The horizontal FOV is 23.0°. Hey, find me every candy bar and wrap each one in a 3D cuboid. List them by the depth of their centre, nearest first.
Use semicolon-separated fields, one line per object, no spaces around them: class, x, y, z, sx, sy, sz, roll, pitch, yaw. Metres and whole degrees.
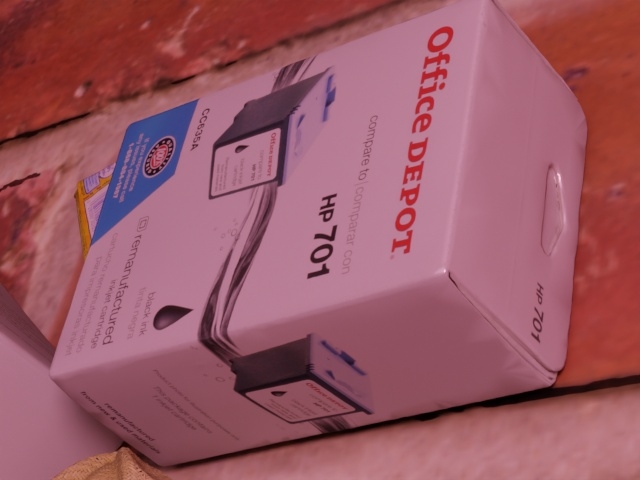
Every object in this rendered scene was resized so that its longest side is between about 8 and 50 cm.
candy bar;-0.097;0.012;0.764;0.040;0.018;0.161;-33;38;11

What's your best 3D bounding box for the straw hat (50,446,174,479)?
straw hat;-0.072;0.110;0.567;0.144;0.061;0.144;-19;22;8

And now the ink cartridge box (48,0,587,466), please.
ink cartridge box;0.000;0.000;0.631;0.190;0.082;0.140;-18;45;34

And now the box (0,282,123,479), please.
box;-0.278;0.027;0.759;0.168;0.215;0.345;-49;36;-3
